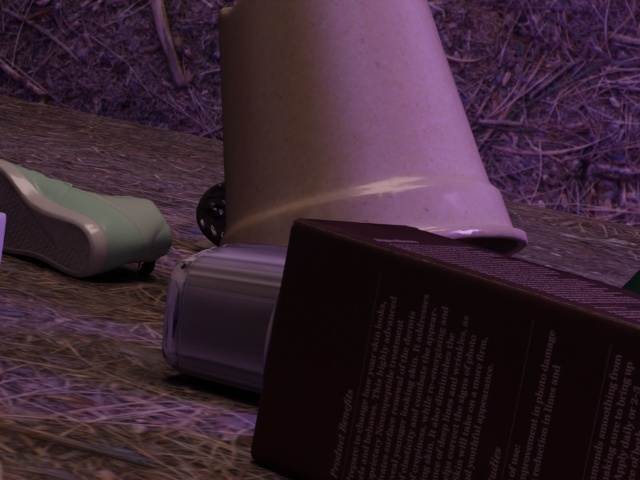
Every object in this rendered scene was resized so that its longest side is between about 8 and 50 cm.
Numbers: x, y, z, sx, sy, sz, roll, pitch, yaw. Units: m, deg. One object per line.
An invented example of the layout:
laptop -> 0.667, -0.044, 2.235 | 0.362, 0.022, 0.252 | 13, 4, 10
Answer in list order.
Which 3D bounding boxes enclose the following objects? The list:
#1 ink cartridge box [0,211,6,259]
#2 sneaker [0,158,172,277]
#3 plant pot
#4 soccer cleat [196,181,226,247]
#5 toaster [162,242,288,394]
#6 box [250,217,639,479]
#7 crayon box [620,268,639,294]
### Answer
ink cartridge box -> -0.370, 0.027, 1.643 | 0.128, 0.127, 0.176 | 15, 9, 31
sneaker -> -0.283, -0.026, 2.267 | 0.256, 0.094, 0.151 | 29, 24, 38
plant pot -> 0.023, -0.112, 2.084 | 0.334, 0.305, 0.334 | -11, -8, -2
soccer cleat -> 0.000, 0.000, 2.493 | 0.318, 0.109, 0.116 | 10, -13, 15
toaster -> -0.042, 0.071, 1.762 | 0.146, 0.129, 0.227 | 9, 9, 22
box -> 0.136, 0.117, 1.411 | 0.381, 0.191, 0.143 | 18, 11, 41
crayon box -> 0.360, 0.138, 1.486 | 0.202, 0.081, 0.318 | 48, -3, -26
